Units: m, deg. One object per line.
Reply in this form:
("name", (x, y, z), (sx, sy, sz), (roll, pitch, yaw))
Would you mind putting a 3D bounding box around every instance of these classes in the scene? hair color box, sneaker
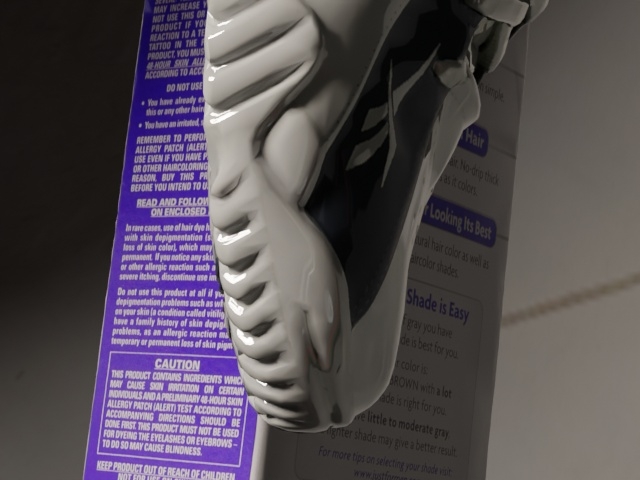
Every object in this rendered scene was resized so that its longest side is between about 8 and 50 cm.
("hair color box", (0.000, 0.000, 0.852), (0.110, 0.185, 0.339), (1, 80, 37))
("sneaker", (0.052, -0.073, 0.412), (0.153, 0.094, 0.235), (3, 71, -2))
